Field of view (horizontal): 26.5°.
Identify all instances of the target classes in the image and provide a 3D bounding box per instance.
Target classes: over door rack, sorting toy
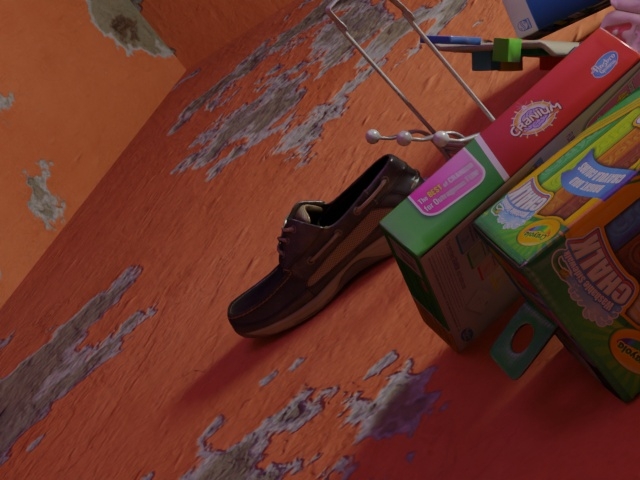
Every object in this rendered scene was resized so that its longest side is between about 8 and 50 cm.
[{"bbox_3d":[0.125,-0.200,1.854,0.108,0.324,0.239,-36,17,-16],"label":"over door rack"},{"bbox_3d":[0.287,-0.265,1.954,0.196,0.047,0.348,8,10,36],"label":"sorting toy"}]

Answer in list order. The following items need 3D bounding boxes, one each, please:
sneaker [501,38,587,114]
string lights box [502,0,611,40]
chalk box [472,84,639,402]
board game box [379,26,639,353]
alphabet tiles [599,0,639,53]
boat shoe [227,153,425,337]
[{"bbox_3d":[0.348,-0.191,1.835,0.221,0.083,0.087,-43,34,-4],"label":"sneaker"},{"bbox_3d":[0.413,-0.388,2.033,0.260,0.076,0.133,-23,-2,23],"label":"string lights box"},{"bbox_3d":[0.272,0.016,1.292,0.289,0.179,0.180,-39,17,1],"label":"chalk box"},{"bbox_3d":[0.223,-0.047,1.471,0.316,0.242,0.064,-41,59,-9],"label":"board game box"},{"bbox_3d":[0.462,-0.280,1.591,0.278,0.021,0.284,21,93,41],"label":"alphabet tiles"},{"bbox_3d":[0.000,0.000,1.936,0.355,0.130,0.132,-37,18,8],"label":"boat shoe"}]
